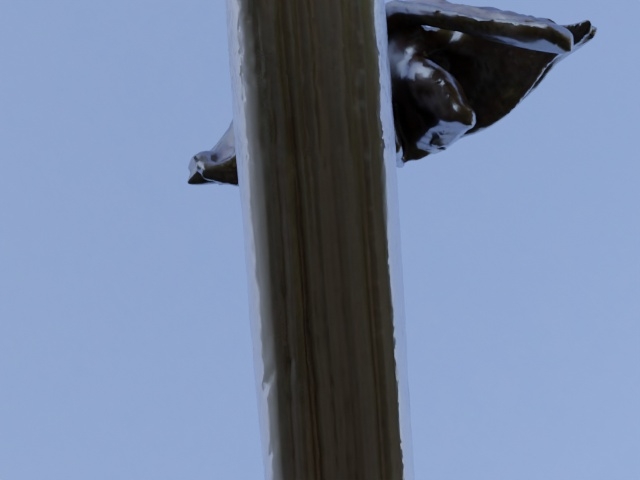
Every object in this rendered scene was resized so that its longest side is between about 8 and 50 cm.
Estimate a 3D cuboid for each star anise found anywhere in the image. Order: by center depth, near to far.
[{"bbox_3d":[0.041,-0.100,1.299,0.292,0.349,0.109,-28,-86,-1],"label":"star anise"}]

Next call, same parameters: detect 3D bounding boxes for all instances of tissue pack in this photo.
[{"bbox_3d":[0.000,0.000,0.842,0.071,0.170,0.325,-5,-84,-3],"label":"tissue pack"}]
